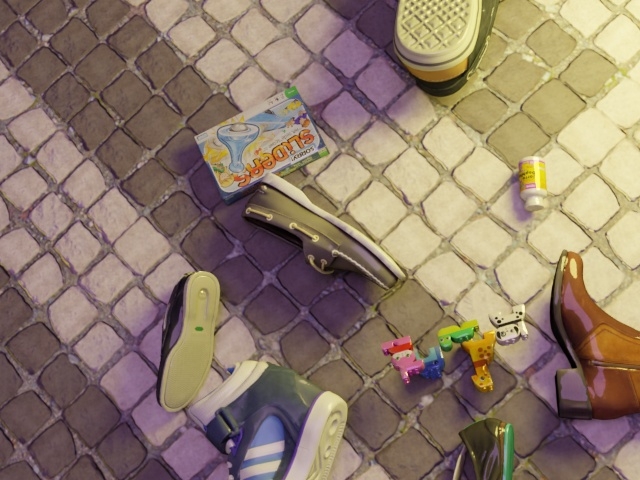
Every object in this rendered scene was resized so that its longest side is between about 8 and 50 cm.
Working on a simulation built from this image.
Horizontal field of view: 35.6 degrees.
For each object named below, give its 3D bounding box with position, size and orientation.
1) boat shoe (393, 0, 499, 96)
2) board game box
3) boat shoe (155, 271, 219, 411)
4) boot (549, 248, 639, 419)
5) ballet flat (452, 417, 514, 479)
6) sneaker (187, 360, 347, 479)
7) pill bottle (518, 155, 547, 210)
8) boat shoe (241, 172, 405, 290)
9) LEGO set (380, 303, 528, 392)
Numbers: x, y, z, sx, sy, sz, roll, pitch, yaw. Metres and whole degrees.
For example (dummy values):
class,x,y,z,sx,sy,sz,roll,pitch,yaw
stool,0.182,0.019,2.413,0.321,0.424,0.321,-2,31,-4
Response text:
class,x,y,z,sx,sy,sz,roll,pitch,yaw
boat shoe,0.231,-0.462,1.711,0.187,0.156,0.500,5,62,17
board game box,-0.103,-0.166,1.736,0.201,0.035,0.136,-28,69,1
boat shoe,-0.226,0.165,1.644,0.079,0.084,0.233,1,76,51
boot,0.491,0.137,1.494,0.280,0.096,0.264,-4,71,9
ballet flat,0.242,0.403,1.465,0.096,0.095,0.280,-8,61,19
sneaker,-0.117,0.345,1.538,0.236,0.130,0.323,19,81,26
pill bottle,0.346,-0.092,1.622,0.043,0.043,0.083,-4,72,10
boat shoe,0.001,0.002,1.628,0.305,0.109,0.091,35,82,25
LEGO set,0.219,0.186,1.532,0.227,0.087,0.093,-17,55,5
